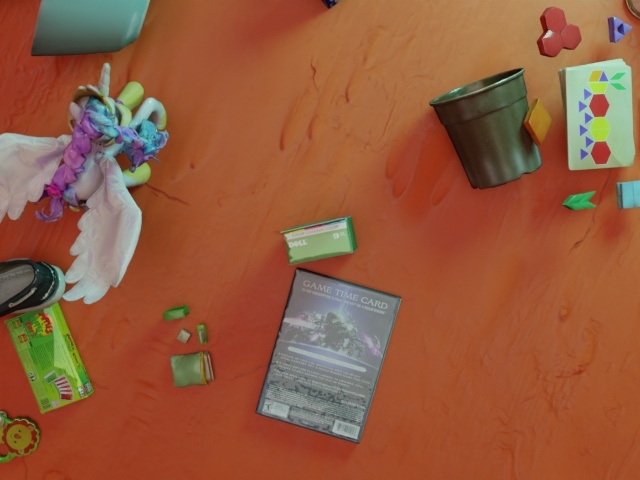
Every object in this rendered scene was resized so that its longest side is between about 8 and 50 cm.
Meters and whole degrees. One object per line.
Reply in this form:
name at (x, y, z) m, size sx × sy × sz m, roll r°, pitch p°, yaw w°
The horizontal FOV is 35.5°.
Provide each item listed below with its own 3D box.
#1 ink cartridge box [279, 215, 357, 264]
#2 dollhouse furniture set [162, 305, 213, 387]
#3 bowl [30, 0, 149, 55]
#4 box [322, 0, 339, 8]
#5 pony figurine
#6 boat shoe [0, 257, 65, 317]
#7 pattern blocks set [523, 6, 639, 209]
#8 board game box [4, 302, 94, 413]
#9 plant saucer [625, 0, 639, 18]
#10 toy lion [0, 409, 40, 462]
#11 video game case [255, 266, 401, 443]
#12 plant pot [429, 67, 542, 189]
ink cartridge box at (0.000, 0.000, 1.677) m, size 0.108 × 0.209 × 0.062 m, roll -11°, pitch 91°, yaw 5°
dollhouse furniture set at (-0.240, 0.194, 1.784) m, size 0.076 × 0.058 × 0.152 m, roll -9°, pitch 94°, yaw 5°
bowl at (-0.363, -0.435, 1.649) m, size 0.163 × 0.311 × 0.312 m, roll 14°, pitch 96°, yaw -18°
box at (0.040, -0.468, 1.679) m, size 0.137 × 0.126 × 0.072 m, roll -40°, pitch 90°, yaw 6°
pony figurine at (-0.381, -0.115, 1.617) m, size 0.302 × 0.363 × 0.351 m, roll 29°, pitch 96°, yaw 1°
boat shoe at (-0.605, 0.099, 1.766) m, size 0.302 × 0.091 × 0.114 m, roll -22°, pitch 70°, yaw 9°
pattern blocks set at (0.460, -0.210, 1.664) m, size 0.285 × 0.026 × 0.325 m, roll 4°, pitch 91°, yaw -23°
board game box at (-0.491, 0.211, 1.810) m, size 0.092 × 0.043 × 0.181 m, roll -21°, pitch 93°, yaw 5°
plant saucer at (0.561, -0.416, 1.704) m, size 0.083 × 0.013 × 0.084 m, roll 0°, pitch 95°, yaw 5°
toy lion at (-0.569, 0.365, 1.837) m, size 0.096 × 0.034 × 0.100 m, roll 30°, pitch 96°, yaw -6°
video game case at (0.013, 0.206, 1.786) m, size 0.196 × 0.026 × 0.274 m, roll 16°, pitch 94°, yaw 3°
plant pot at (0.287, -0.183, 1.677) m, size 0.166 × 0.167 × 0.165 m, roll -20°, pitch 101°, yaw 5°
